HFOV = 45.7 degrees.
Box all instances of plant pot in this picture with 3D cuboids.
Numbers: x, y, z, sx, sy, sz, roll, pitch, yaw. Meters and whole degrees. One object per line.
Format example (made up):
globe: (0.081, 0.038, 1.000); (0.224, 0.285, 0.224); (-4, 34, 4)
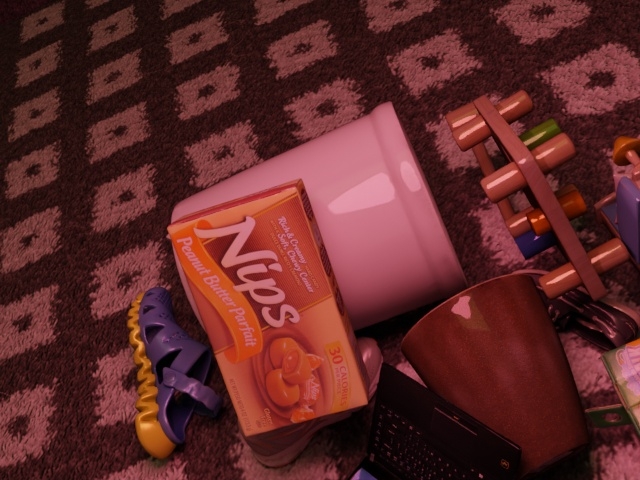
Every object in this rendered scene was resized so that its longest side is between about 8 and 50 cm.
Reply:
plant pot: (0.258, 0.200, 1.043); (0.215, 0.215, 0.230); (-28, 63, 2)

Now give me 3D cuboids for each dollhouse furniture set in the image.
dollhouse furniture set: (0.531, -0.098, 1.067); (0.287, 0.303, 0.198); (-24, 48, 6)

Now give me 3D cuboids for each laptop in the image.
laptop: (0.111, 0.344, 1.018); (0.137, 0.264, 0.234); (-18, 34, -42)

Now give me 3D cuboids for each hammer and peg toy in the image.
hammer and peg toy: (0.312, -0.089, 1.133); (0.127, 0.266, 0.361); (-31, 25, 13)

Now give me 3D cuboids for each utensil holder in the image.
utensil holder: (0.000, 0.000, 1.225); (0.386, 0.327, 0.327); (-22, 47, 9)

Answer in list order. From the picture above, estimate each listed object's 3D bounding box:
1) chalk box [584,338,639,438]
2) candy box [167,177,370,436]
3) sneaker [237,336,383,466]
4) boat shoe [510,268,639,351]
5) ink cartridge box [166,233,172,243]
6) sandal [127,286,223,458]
chalk box: (0.451, 0.201, 0.968); (0.213, 0.132, 0.132); (-28, 48, 17)
candy box: (-0.065, 0.093, 1.046); (0.183, 0.316, 0.087); (-17, 10, 8)
sneaker: (-0.013, 0.236, 1.176); (0.262, 0.121, 0.099); (-42, 49, -11)
boat shoe: (0.368, 0.105, 1.136); (0.206, 0.075, 0.065); (23, 63, 32)
ink cartridge box: (-0.238, -0.028, 1.544); (0.089, 0.052, 0.122); (20, 65, 35)
sandal: (-0.249, 0.213, 1.317); (0.138, 0.126, 0.317); (-21, 56, 4)
